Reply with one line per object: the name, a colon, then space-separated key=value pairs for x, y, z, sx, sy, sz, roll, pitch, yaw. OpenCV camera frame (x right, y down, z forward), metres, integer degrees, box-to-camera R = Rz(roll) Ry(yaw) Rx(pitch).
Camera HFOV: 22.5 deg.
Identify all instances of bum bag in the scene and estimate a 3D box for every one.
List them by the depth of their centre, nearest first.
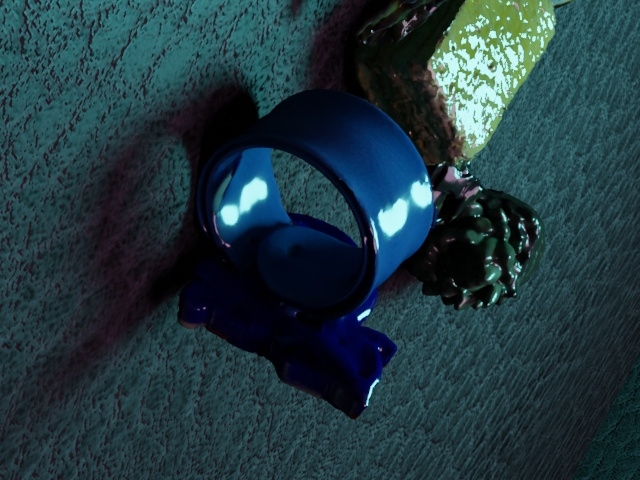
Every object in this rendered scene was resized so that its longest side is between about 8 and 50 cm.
bum bag: x=0.118 y=-0.118 z=1.593 sx=0.102 sy=0.069 sz=0.248 roll=-27 pitch=125 yaw=-30

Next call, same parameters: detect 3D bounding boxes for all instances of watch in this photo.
watch: x=-0.004 y=-0.006 z=1.273 sx=0.171 sy=0.196 sz=0.200 roll=-53 pitch=166 yaw=-50

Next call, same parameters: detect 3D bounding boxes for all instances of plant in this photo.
plant: x=0.174 y=0.004 z=1.780 sx=0.194 sy=0.129 sz=0.132 roll=-12 pitch=123 yaw=-68

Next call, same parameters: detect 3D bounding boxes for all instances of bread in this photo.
bread: x=0.123 y=-0.174 z=1.458 sx=0.196 sy=0.102 sz=0.138 roll=-56 pitch=136 yaw=-27

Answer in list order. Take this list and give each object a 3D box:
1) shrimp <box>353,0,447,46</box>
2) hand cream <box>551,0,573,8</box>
shrimp: x=0.161 y=-0.342 z=1.315 sx=0.445 sy=0.085 sz=0.272 roll=-53 pitch=-156 yaw=4
hand cream: x=0.265 y=-0.283 z=1.795 sx=0.163 sy=0.039 sz=0.062 roll=-27 pitch=154 yaw=-54
